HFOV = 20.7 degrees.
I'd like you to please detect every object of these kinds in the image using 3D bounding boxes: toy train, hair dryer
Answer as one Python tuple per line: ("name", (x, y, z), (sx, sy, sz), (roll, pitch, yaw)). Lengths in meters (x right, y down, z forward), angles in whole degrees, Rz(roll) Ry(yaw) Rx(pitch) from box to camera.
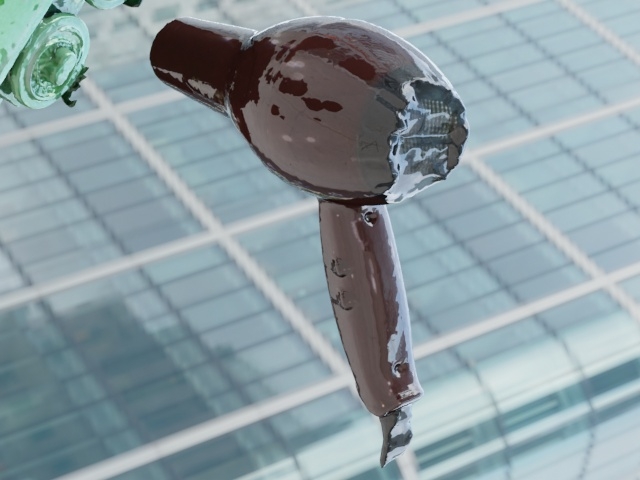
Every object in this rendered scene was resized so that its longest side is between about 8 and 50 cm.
("toy train", (-0.244, -0.217, 1.381), (0.132, 0.243, 0.188), (30, -5, 27))
("hair dryer", (0.000, 0.000, 1.276), (0.312, 0.123, 0.340), (18, -56, 54))
